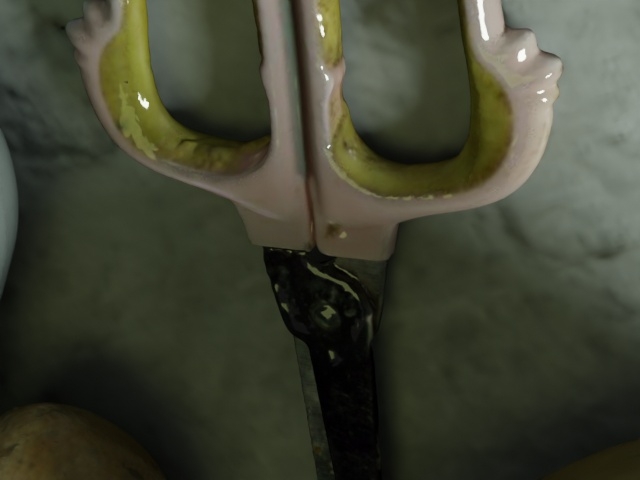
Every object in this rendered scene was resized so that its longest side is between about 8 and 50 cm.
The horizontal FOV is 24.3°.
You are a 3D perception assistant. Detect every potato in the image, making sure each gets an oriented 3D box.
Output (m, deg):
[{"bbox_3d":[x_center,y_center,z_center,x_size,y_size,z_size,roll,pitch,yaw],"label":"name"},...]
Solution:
[{"bbox_3d":[-0.107,0.125,0.574,0.112,0.112,0.147,35,133,1],"label":"potato"}]

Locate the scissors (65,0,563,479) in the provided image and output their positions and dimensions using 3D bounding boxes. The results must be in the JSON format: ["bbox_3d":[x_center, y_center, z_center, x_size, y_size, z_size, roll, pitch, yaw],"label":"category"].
[{"bbox_3d":[0.000,0.000,0.485,0.160,0.024,0.318,7,125,20],"label":"scissors"}]

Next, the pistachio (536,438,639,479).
[{"bbox_3d":[0.092,0.152,0.441,0.293,0.181,0.162,-35,86,46],"label":"pistachio"}]

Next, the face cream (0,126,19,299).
[{"bbox_3d":[-0.185,-0.014,0.528,0.163,0.080,0.337,29,130,4],"label":"face cream"}]
